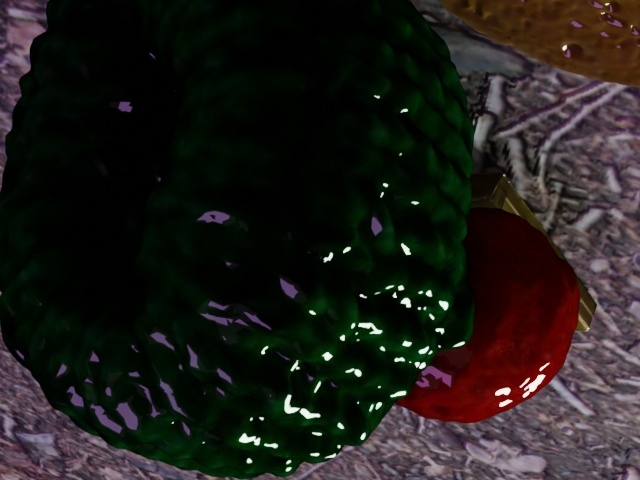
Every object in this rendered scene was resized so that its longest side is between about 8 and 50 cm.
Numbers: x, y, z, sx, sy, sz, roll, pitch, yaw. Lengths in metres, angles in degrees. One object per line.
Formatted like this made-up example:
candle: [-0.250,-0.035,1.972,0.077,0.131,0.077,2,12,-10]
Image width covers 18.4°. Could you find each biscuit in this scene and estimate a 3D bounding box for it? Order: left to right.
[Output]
biscuit: [0.103,-0.142,0.922,0.220,0.029,0.142,37,147,-23]

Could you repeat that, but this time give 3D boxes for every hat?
hat: [0.000,0.000,1.035,0.242,0.274,0.332,6,166,43]

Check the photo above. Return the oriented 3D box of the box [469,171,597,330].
box: [0.097,0.009,1.179,0.090,0.023,0.133,-1,142,39]
